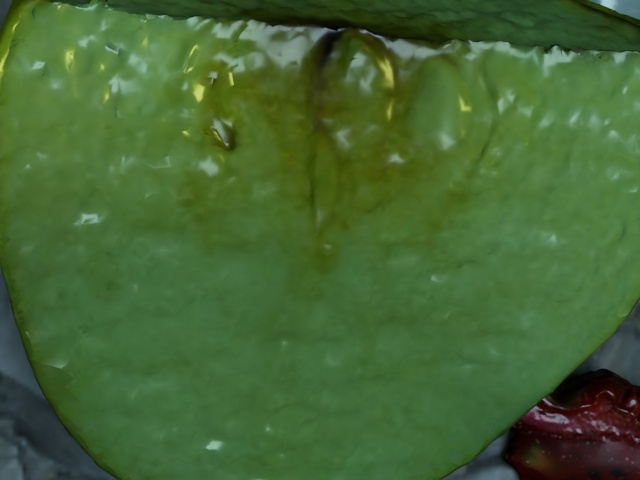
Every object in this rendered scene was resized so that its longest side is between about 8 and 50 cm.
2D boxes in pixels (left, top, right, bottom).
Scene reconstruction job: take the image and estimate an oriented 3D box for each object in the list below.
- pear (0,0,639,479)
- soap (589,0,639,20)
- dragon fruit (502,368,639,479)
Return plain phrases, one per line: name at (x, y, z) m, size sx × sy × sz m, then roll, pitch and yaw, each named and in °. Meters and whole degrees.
pear at (-0.004, -0.001, 0.790) m, size 0.288 × 0.139 × 0.239 m, roll 3°, pitch 109°, yaw -15°
soap at (0.163, -0.116, 0.867) m, size 0.150 × 0.094 × 0.261 m, roll -1°, pitch 95°, yaw -22°
dragon fruit at (0.151, 0.099, 0.899) m, size 0.097 × 0.063 × 0.131 m, roll -48°, pitch 110°, yaw -12°
